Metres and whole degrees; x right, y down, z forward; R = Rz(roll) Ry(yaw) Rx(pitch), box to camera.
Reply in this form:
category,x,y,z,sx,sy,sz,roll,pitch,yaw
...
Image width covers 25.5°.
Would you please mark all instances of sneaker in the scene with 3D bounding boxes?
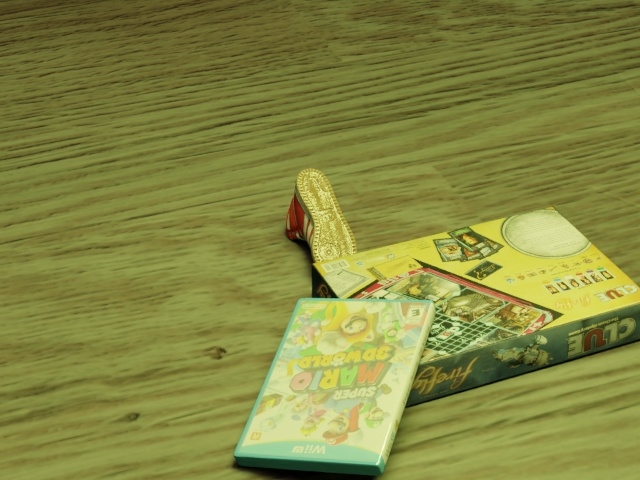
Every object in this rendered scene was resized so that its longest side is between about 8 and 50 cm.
category,x,y,z,sx,sy,sz,roll,pitch,yaw
sneaker,0.000,0.000,1.300,0.042,0.067,0.118,-8,64,-17

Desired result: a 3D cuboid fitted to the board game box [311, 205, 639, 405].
category,x,y,z,sx,sy,sz,roll,pitch,yaw
board game box,0.135,0.051,1.212,0.243,0.042,0.165,-13,36,-19

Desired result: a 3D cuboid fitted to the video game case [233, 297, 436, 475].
category,x,y,z,sx,sy,sz,roll,pitch,yaw
video game case,0.013,0.109,1.097,0.119,0.015,0.166,0,44,24
